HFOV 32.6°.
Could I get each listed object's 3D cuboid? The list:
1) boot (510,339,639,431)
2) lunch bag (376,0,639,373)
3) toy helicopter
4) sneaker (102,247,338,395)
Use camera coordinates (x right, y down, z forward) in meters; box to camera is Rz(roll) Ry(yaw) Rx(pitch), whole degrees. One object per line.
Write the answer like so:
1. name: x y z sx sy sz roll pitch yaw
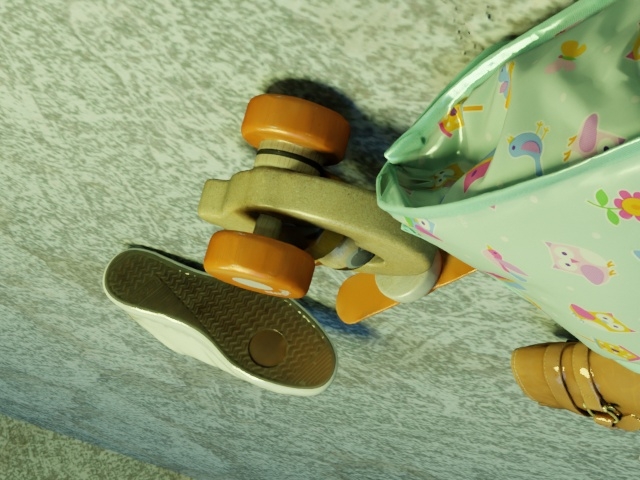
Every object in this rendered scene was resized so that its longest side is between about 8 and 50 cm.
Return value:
1. boot: 0.276 0.108 0.988 0.220 0.109 0.283 9 162 35
2. lunch bag: 0.187 -0.027 0.667 0.223 0.160 0.262 30 150 -23
3. toy helicopter: 0.000 0.000 0.965 0.235 0.140 0.355 17 169 -16
4. sneaker: -0.106 0.098 1.267 0.290 0.106 0.123 26 163 14
